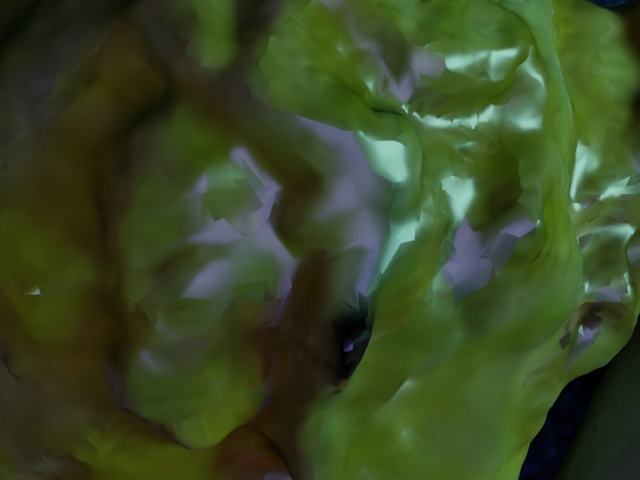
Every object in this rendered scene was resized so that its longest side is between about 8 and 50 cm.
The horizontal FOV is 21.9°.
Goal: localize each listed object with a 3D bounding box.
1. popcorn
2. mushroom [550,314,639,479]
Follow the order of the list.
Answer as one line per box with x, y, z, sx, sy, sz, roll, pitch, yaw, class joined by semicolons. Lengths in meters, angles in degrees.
0.000;0.000;0.480;0.266;0.192;0.233;-16;121;-3;popcorn
0.150;0.053;0.523;0.350;0.128;0.128;-47;121;-5;mushroom
